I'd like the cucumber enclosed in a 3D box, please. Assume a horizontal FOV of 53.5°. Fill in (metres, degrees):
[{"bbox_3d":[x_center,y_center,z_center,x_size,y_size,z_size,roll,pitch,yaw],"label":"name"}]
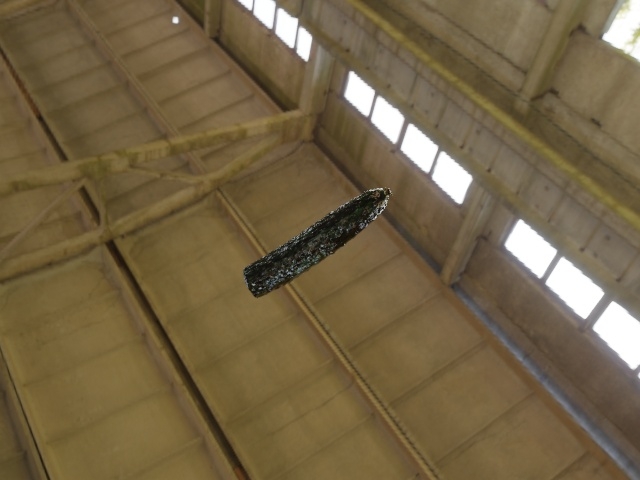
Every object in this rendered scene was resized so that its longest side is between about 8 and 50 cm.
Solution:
[{"bbox_3d":[0.000,0.000,1.082,0.293,0.067,0.067,-33,-129,7],"label":"cucumber"}]
